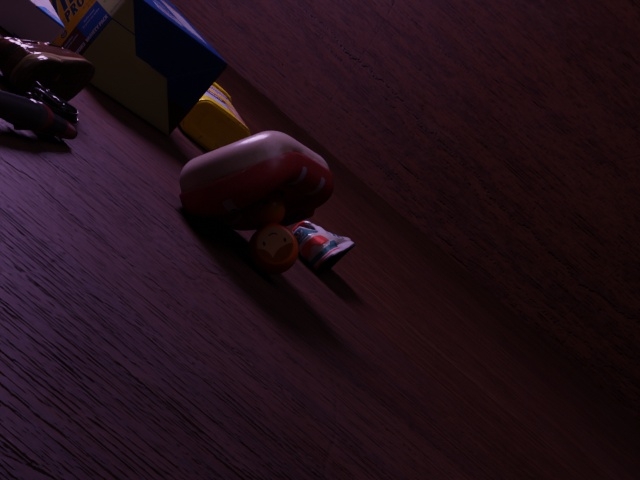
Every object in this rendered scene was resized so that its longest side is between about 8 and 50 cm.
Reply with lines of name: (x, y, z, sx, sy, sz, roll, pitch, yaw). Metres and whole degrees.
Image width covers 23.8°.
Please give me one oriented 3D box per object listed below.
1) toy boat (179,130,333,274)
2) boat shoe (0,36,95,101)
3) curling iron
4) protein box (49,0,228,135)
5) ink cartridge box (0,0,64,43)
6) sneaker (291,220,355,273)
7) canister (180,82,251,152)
toy boat: (-0.067, -0.033, 1.791, 0.231, 0.151, 0.151, 24, 47, -67)
boat shoe: (-0.305, -0.195, 1.682, 0.060, 0.064, 0.178, 45, 10, 11)
curling iron: (-0.290, -0.127, 1.472, 0.068, 0.035, 0.274, 37, 6, 3)
protein box: (-0.273, -0.287, 2.115, 0.200, 0.136, 0.201, 34, 10, -43)
ink cartridge box: (-0.384, -0.297, 1.930, 0.088, 0.052, 0.122, 37, 9, -31)
sneaker: (0.000, 0.000, 2.145, 0.075, 0.057, 0.161, 47, 10, 3)
canister: (-0.180, -0.201, 2.351, 0.126, 0.073, 0.170, 37, 10, -30)
